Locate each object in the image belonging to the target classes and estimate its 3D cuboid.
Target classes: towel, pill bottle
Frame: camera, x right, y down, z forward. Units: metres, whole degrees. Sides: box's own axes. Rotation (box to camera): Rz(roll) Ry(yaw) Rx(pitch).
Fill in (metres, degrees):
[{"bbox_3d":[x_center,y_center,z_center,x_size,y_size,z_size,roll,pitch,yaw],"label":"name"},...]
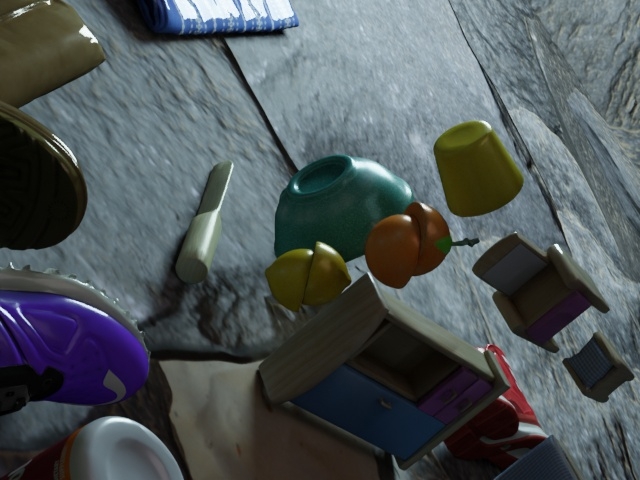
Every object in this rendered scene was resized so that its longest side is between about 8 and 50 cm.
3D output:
[{"bbox_3d":[-0.137,-0.345,1.482,0.336,0.040,0.243,-22,90,-64],"label":"towel"},{"bbox_3d":[-0.156,0.169,0.771,0.086,0.152,0.086,41,30,-30],"label":"pill bottle"}]

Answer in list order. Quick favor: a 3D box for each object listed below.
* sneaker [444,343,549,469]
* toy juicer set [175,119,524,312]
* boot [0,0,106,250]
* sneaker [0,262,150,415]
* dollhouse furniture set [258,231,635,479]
[{"bbox_3d":[0.165,0.166,1.448,0.221,0.087,0.128,43,18,-53],"label":"sneaker"},{"bbox_3d":[0.000,0.000,1.163,0.209,0.329,0.089,-56,130,-41],"label":"toy juicer set"},{"bbox_3d":[-0.221,-0.108,0.955,0.236,0.089,0.269,25,26,7],"label":"boot"},{"bbox_3d":[-0.229,0.083,0.821,0.293,0.102,0.146,26,46,-42],"label":"sneaker"},{"bbox_3d":[0.133,0.178,1.115,0.198,0.286,0.303,32,24,-41],"label":"dollhouse furniture set"}]
